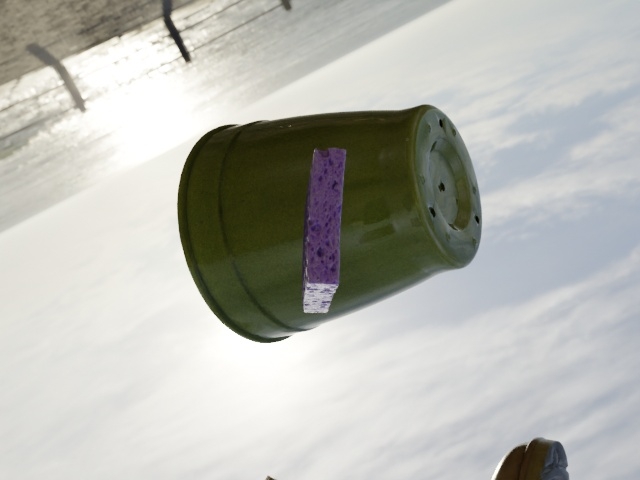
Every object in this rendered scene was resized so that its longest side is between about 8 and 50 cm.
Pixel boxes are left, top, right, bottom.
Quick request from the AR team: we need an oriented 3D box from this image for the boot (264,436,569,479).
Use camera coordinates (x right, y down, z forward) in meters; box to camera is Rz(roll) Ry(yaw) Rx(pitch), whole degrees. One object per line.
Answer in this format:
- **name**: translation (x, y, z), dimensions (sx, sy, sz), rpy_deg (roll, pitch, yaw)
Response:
- **boot**: translation (0.052, 0.251, 0.603), dimensions (0.270, 0.236, 0.089), rpy_deg (8, 173, 35)

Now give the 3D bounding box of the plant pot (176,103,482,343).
- **plant pot**: translation (0.041, -0.046, 1.099), dimensions (0.353, 0.366, 0.366), rpy_deg (-13, -162, 31)

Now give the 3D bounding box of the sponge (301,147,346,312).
- **sponge**: translation (0.000, 0.000, 0.693), dimensions (0.031, 0.117, 0.210), rpy_deg (3, 168, -3)
